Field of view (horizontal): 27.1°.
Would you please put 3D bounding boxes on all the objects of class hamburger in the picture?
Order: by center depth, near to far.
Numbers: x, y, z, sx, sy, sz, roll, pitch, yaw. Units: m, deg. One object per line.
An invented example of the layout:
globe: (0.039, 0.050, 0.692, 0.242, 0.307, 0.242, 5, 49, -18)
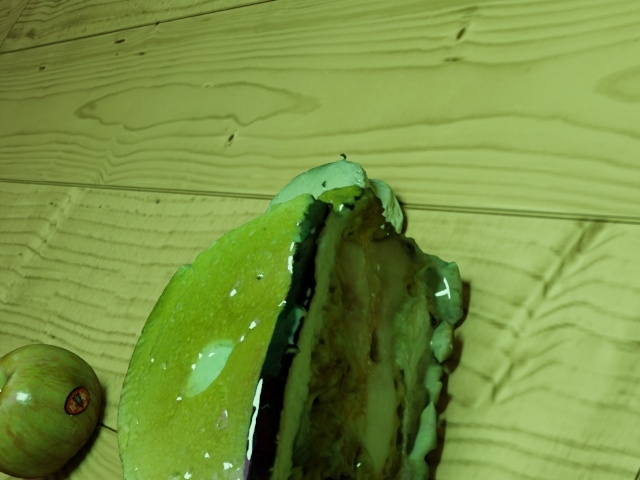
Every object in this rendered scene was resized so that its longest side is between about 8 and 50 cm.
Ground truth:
hamburger: (-0.025, 0.094, 0.849, 0.192, 0.167, 0.288, -22, 42, 44)
hamburger: (0.000, 0.000, 1.029, 0.140, 0.062, 0.133, -8, 53, 51)

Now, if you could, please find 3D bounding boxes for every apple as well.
apple: (-0.263, 0.155, 1.216, 0.126, 0.102, 0.126, -38, 31, 28)
